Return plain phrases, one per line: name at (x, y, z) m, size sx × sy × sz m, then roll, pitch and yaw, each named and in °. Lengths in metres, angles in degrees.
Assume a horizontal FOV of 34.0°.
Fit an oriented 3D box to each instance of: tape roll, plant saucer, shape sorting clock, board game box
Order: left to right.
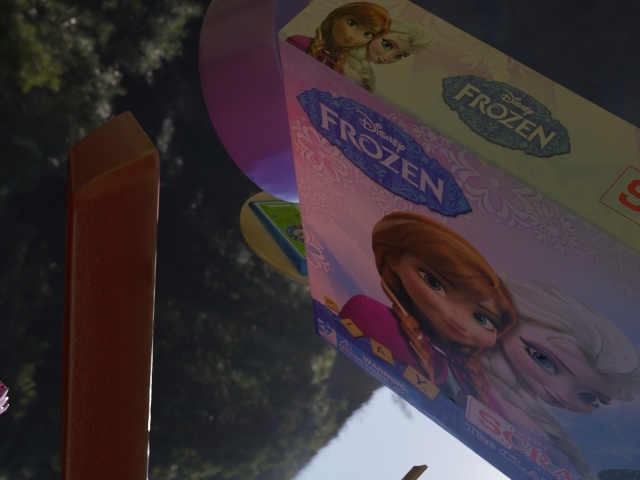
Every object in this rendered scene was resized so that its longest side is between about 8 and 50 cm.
plant saucer at (-0.142, 0.054, 0.675) m, size 0.047 × 0.259 × 0.259 m, roll 2°, pitch -168°, yaw -14°
tape roll at (-0.002, -0.129, 0.827) m, size 0.080 × 0.189 × 0.189 m, roll -12°, pitch -162°, yaw 38°
shape sorting clock at (0.000, 0.000, 1.275) m, size 0.206 × 0.040 × 0.206 m, roll 14°, pitch -152°, yaw -8°
board game box at (0.123, 0.045, 0.604) m, size 0.318 × 0.318 × 0.066 m, roll 34°, pitch -115°, yaw 25°

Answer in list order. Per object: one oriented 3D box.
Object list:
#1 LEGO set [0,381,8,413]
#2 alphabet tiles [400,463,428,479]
LEGO set at (-0.404, 0.173, 1.001) m, size 0.227 × 0.087 × 0.093 m, roll -39°, pitch 171°, yaw -45°
alphabet tiles at (0.083, 0.407, 1.554) m, size 0.198 × 0.009 × 0.237 m, roll -45°, pitch 170°, yaw -9°
